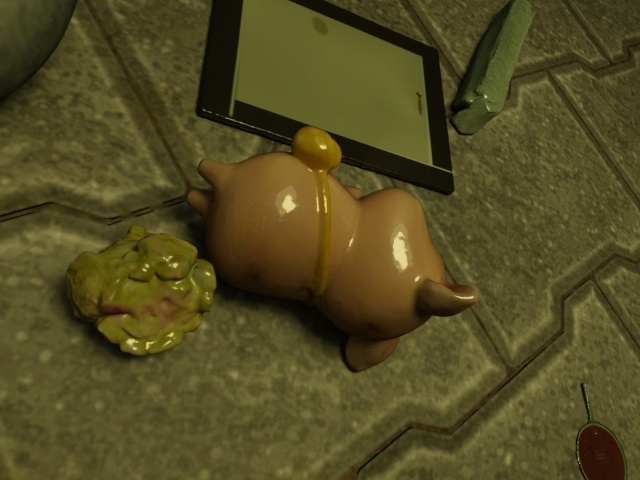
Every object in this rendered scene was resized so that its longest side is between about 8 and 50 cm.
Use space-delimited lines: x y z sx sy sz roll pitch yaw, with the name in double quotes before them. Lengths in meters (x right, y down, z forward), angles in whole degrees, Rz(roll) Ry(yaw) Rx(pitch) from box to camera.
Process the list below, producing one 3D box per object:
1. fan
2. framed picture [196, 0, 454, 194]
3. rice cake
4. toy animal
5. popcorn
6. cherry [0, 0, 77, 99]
"fan" 0.335 0.238 0.640 0.085 0.005 0.133 9 63 -25
"framed picture" 0.024 -0.212 0.688 0.347 0.016 0.264 13 60 -23
"rice cake" 0.278 -0.284 0.838 0.063 0.066 0.336 38 54 -8
"toy animal" 0.001 0.000 0.481 0.248 0.165 0.149 29 60 -6
"popcorn" -0.143 0.040 0.425 0.109 0.089 0.096 -3 103 -21
"cherry" -0.305 -0.226 0.377 0.255 0.218 0.295 19 75 -62
